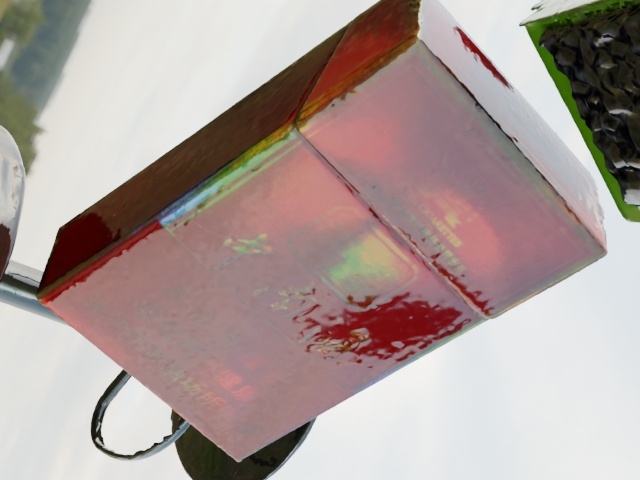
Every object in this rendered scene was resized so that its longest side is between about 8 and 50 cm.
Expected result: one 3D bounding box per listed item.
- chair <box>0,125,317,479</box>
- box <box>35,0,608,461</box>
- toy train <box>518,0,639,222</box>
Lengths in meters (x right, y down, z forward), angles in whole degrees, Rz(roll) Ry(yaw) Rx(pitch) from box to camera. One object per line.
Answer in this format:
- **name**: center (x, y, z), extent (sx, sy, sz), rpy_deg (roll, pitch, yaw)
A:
- **chair**: center (-0.204, 0.047, 1.071), extent (0.226, 0.401, 0.227), rpy_deg (-29, -132, 39)
- **box**: center (-0.001, 0.000, 0.872), extent (0.313, 0.197, 0.089), rpy_deg (-33, -151, 25)
- **toy train**: center (0.260, -0.118, 0.704), extent (0.249, 0.173, 0.307), rpy_deg (-34, -168, -18)
